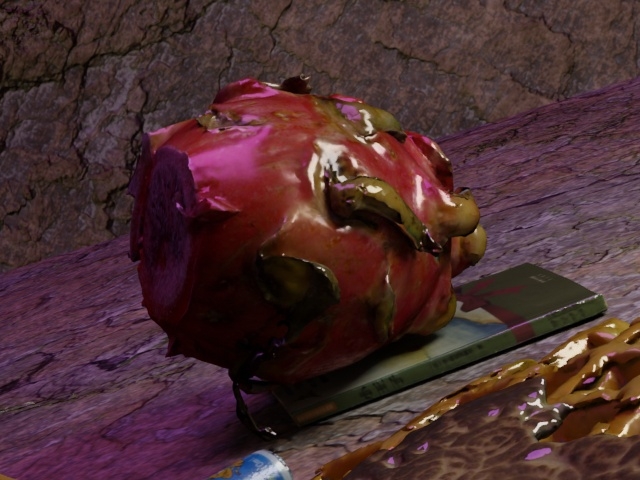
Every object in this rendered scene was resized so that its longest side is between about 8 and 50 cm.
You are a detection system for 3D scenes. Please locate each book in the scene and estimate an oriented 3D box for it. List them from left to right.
[{"bbox_3d":[0.091,0.087,1.561,0.289,0.026,0.201,-19,12,-9],"label":"book"}]

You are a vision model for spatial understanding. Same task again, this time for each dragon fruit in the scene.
[{"bbox_3d":[0.000,0.000,1.477,0.291,0.250,0.269,4,22,-27],"label":"dragon fruit"}]

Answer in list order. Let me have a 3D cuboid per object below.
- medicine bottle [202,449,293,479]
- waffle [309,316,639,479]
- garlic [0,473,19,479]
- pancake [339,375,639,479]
[{"bbox_3d":[-0.101,0.201,1.187,0.191,0.051,0.051,-26,12,-37],"label":"medicine bottle"},{"bbox_3d":[0.112,0.137,0.935,0.382,0.095,0.379,-25,7,-2],"label":"waffle"},{"bbox_3d":[-0.268,0.229,1.055,0.196,0.151,0.338,-19,14,3],"label":"garlic"},{"bbox_3d":[0.096,0.116,0.749,0.288,0.033,0.286,-24,12,11],"label":"pancake"}]
